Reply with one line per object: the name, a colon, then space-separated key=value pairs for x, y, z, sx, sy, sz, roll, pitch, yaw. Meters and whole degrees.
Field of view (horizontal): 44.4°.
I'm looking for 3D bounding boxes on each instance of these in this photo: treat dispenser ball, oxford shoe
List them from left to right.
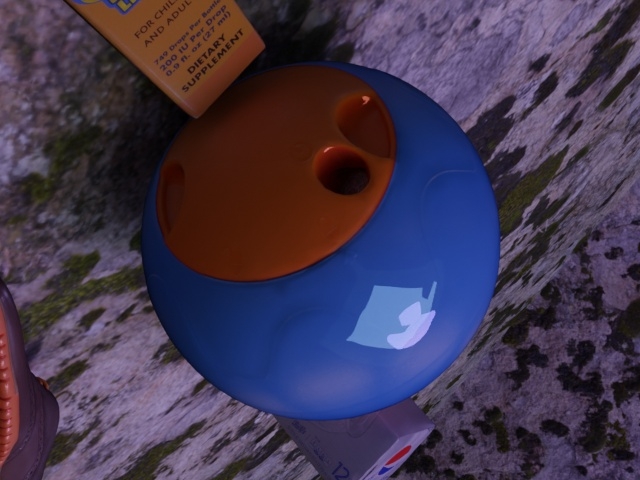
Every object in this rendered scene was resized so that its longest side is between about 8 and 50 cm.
oxford shoe: x=-0.296 y=0.142 z=0.675 sx=0.132 sy=0.130 sz=0.363 roll=-67 pitch=177 yaw=-54
treat dispenser ball: x=0.000 y=0.000 z=0.641 sx=0.288 sy=0.288 sz=0.288 roll=-35 pitch=155 yaw=-19

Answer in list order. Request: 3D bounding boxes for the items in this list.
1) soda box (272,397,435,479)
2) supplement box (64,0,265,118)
soda box: x=-0.020 y=0.120 z=0.814 sx=0.091 sy=0.286 sz=0.098 roll=-50 pitch=154 yaw=17
supplement box: x=-0.119 y=-0.161 z=0.449 sx=0.078 sy=0.080 sz=0.233 roll=-46 pitch=154 yaw=1
